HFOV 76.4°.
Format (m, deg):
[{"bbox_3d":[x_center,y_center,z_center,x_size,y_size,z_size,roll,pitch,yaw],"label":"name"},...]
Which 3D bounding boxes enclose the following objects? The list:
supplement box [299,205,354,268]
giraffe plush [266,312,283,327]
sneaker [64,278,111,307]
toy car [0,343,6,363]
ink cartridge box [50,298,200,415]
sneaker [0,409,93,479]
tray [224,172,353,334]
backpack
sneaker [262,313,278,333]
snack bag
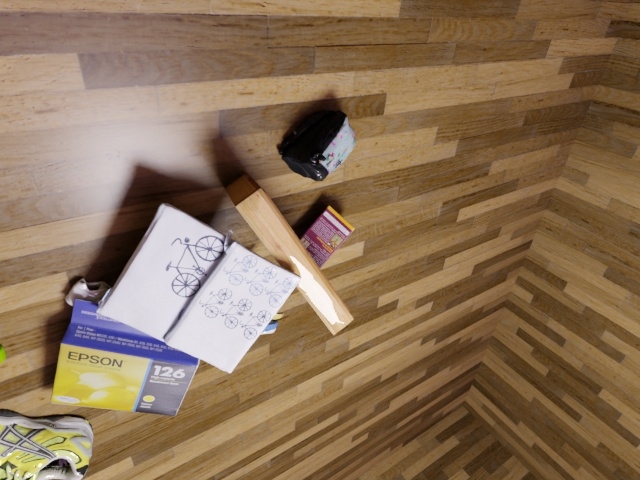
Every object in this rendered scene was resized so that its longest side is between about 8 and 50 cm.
[{"bbox_3d":[0.000,0.000,1.205,0.104,0.081,0.188,41,91,-3],"label":"supplement box"},{"bbox_3d":[-0.208,0.140,1.126,0.181,0.210,0.171,-12,98,-38],"label":"giraffe plush"},{"bbox_3d":[-0.502,0.133,0.949,0.152,0.053,0.061,25,100,-45],"label":"sneaker"},{"bbox_3d":[-0.748,0.202,0.777,0.188,0.149,0.155,2,119,-7],"label":"toy car"},{"bbox_3d":[-0.461,0.301,0.985,0.303,0.072,0.307,17,123,-19],"label":"ink cartridge box"},{"bbox_3d":[-0.734,0.505,0.961,0.384,0.147,0.145,20,108,-43],"label":"sneaker"},{"bbox_3d":[-0.076,0.031,1.011,0.076,0.203,0.411,-37,116,-5],"label":"tray"},{"bbox_3d":[0.005,-0.243,1.036,0.182,0.151,0.115,-52,144,-14],"label":"backpack"},{"bbox_3d":[-0.196,0.264,1.284,0.152,0.058,0.085,-6,129,-41],"label":"sneaker"},{"bbox_3d":[-0.266,0.117,0.891,0.342,0.037,0.323,33,108,-18],"label":"snack bag"}]
